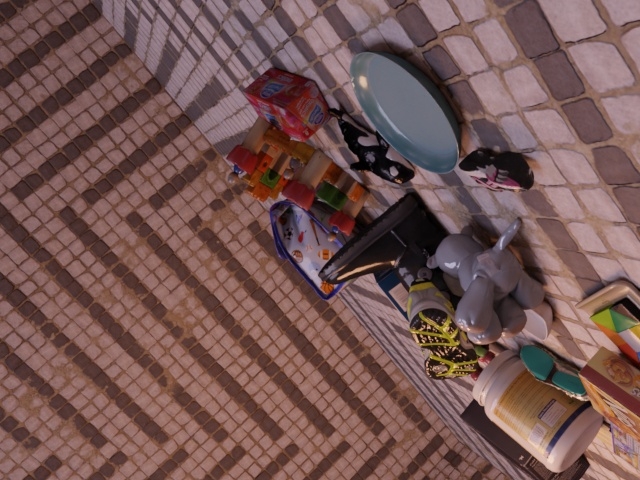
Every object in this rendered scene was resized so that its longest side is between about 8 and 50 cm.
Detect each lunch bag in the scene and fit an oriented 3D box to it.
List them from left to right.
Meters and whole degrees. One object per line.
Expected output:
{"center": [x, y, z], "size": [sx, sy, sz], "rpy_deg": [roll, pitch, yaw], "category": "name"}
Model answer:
{"center": [0.000, 0.000, 2.213], "size": [0.385, 0.239, 0.328], "rpy_deg": [49, -162, 6], "category": "lunch bag"}

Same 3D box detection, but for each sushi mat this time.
{"center": [0.795, 0.545, 1.893], "size": [0.151, 0.019, 0.316], "rpy_deg": [55, 167, -31], "category": "sushi mat"}

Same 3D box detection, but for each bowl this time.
{"center": [0.529, 0.176, 1.526], "size": [0.142, 0.053, 0.142], "rpy_deg": [41, 167, 35], "category": "bowl"}

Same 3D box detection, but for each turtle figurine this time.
{"center": [0.482, 0.376, 2.019], "size": [0.266, 0.198, 0.274], "rpy_deg": [47, 173, 37], "category": "turtle figurine"}

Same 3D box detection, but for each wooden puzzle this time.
{"center": [0.635, 0.192, 1.200], "size": [0.239, 0.044, 0.221], "rpy_deg": [45, 168, 15], "category": "wooden puzzle"}

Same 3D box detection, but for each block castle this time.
{"center": [-0.066, -0.165, 1.815], "size": [0.303, 0.212, 0.453], "rpy_deg": [33, -177, 22], "category": "block castle"}

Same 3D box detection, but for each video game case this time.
{"center": [0.862, 0.545, 1.521], "size": [0.244, 0.061, 0.269], "rpy_deg": [35, 163, 44], "category": "video game case"}

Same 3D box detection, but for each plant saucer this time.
{"center": [0.186, -0.277, 1.286], "size": [0.317, 0.044, 0.317], "rpy_deg": [45, 168, 12], "category": "plant saucer"}

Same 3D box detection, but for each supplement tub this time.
{"center": [0.633, 0.494, 1.780], "size": [0.316, 0.228, 0.228], "rpy_deg": [39, 166, 39], "category": "supplement tub"}

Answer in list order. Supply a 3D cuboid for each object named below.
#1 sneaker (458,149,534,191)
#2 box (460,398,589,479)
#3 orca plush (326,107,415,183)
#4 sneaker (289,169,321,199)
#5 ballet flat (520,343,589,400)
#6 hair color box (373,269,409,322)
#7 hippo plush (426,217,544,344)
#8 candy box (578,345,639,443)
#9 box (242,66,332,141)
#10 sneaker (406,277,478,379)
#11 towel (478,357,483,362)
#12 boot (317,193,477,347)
{"center": [0.351, -0.125, 1.162], "size": [0.077, 0.072, 0.178], "rpy_deg": [40, -178, -29], "category": "sneaker"}
{"center": [0.751, 0.739, 2.230], "size": [0.312, 0.179, 0.343], "rpy_deg": [44, 172, -30], "category": "box"}
{"center": [0.110, -0.232, 1.574], "size": [0.287, 0.102, 0.151], "rpy_deg": [47, 169, 6], "category": "orca plush"}
{"center": [-0.034, -0.202, 2.290], "size": [0.104, 0.095, 0.236], "rpy_deg": [47, 176, -33], "category": "sneaker"}
{"center": [0.656, 0.370, 1.662], "size": [0.077, 0.091, 0.241], "rpy_deg": [28, -174, -36], "category": "ballet flat"}
{"center": [0.252, 0.114, 1.963], "size": [0.174, 0.105, 0.347], "rpy_deg": [51, -172, -14], "category": "hair color box"}
{"center": [0.353, 0.092, 1.433], "size": [0.236, 0.234, 0.294], "rpy_deg": [32, 161, 53], "category": "hippo plush"}
{"center": [0.695, 0.366, 1.340], "size": [0.183, 0.087, 0.316], "rpy_deg": [39, 175, 39], "category": "candy box"}
{"center": [-0.098, -0.396, 1.744], "size": [0.257, 0.122, 0.128], "rpy_deg": [35, 165, 49], "category": "box"}
{"center": [0.318, 0.239, 1.568], "size": [0.384, 0.145, 0.147], "rpy_deg": [65, -164, -47], "category": "sneaker"}
{"center": [0.497, 0.336, 2.275], "size": [0.275, 0.031, 0.199], "rpy_deg": [51, 169, -18], "category": "towel"}
{"center": [0.262, 0.146, 1.713], "size": [0.445, 0.367, 0.146], "rpy_deg": [48, -160, -6], "category": "boot"}
